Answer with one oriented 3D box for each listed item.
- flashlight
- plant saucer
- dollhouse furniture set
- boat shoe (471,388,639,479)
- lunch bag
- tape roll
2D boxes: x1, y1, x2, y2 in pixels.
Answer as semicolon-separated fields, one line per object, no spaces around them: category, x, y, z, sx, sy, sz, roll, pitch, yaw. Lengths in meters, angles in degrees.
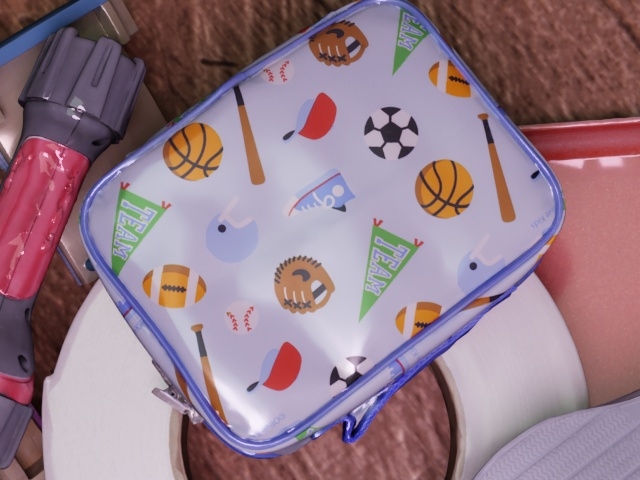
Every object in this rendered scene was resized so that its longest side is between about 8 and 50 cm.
flashlight;-0.207;0.001;1.164;0.103;0.103;0.304;17;80;25
plant saucer;0.252;0.036;1.259;0.259;0.048;0.258;-4;83;9
dollhouse furniture set;-0.232;-0.006;1.332;0.303;0.198;0.286;-39;108;-26
boat shoe;0.211;0.157;1.117;0.302;0.094;0.109;-24;65;-24
lunch bag;0.000;0.000;1.128;0.303;0.115;0.243;-37;85;-7
tape roll;-0.003;0.141;1.196;0.392;0.072;0.392;0;81;-1
